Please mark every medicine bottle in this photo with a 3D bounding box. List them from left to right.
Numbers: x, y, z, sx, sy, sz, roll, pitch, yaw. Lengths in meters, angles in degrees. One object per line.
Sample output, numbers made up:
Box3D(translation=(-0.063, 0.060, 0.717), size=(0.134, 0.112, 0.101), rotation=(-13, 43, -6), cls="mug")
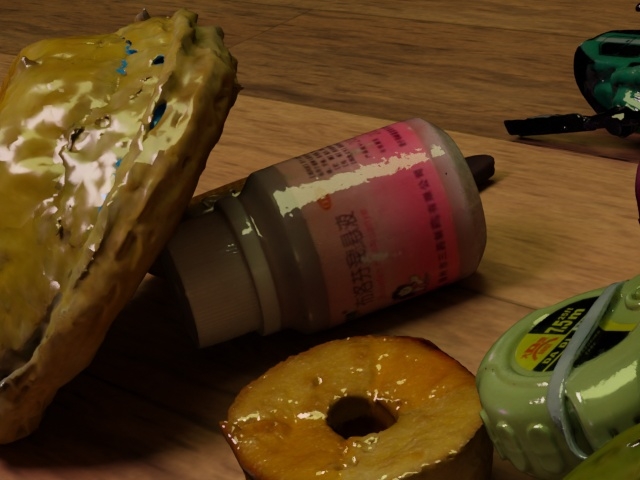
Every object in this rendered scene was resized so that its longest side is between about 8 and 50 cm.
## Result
Box3D(translation=(0.000, 0.000, 1.460), size=(0.247, 0.147, 0.147), rotation=(-20, 23, -12), cls="medicine bottle")

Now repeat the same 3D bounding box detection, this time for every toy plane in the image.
Box3D(translation=(0.332, -0.130, 1.624), size=(0.155, 0.106, 0.382), rotation=(-35, 29, -27), cls="toy plane")

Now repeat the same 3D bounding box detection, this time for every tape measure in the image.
Box3D(translation=(0.173, 0.086, 1.114), size=(0.154, 0.087, 0.177), rotation=(-5, 26, 44), cls="tape measure")

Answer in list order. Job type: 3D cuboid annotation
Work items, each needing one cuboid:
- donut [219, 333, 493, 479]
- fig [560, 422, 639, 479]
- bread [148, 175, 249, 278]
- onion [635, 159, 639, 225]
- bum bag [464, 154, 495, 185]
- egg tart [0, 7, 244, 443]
Box3D(translation=(0.032, 0.138, 1.203), size=(0.174, 0.074, 0.190), rotation=(-30, 30, -35), cls="donut")
Box3D(translation=(0.151, 0.185, 0.805), size=(0.314, 0.233, 0.233), rotation=(-3, 24, 13), cls="fig")
Box3D(translation=(-0.085, -0.011, 1.633), size=(0.189, 0.077, 0.114), rotation=(-19, 2, -6), cls="bread")
Box3D(translation=(0.320, -0.028, 1.298), size=(0.200, 0.200, 0.207), rotation=(-29, 57, -30), cls="onion")
Box3D(translation=(0.076, -0.051, 1.696), size=(0.109, 0.026, 0.159), rotation=(-30, 21, -34), cls="bum bag")
Box3D(translation=(-0.203, -0.028, 1.425), size=(0.169, 0.388, 0.388), rotation=(28, 19, -12), cls="egg tart")
